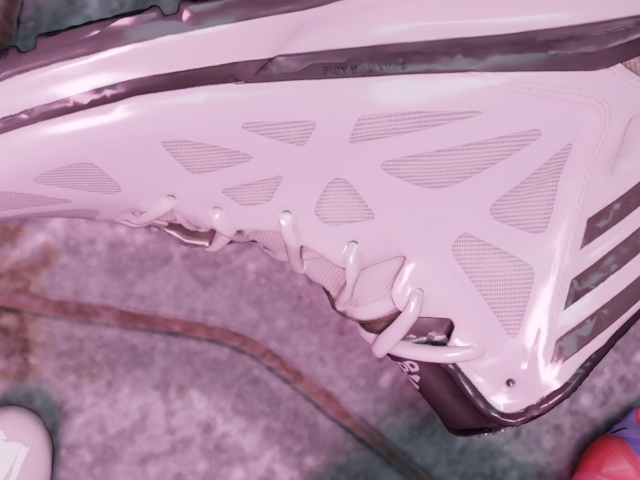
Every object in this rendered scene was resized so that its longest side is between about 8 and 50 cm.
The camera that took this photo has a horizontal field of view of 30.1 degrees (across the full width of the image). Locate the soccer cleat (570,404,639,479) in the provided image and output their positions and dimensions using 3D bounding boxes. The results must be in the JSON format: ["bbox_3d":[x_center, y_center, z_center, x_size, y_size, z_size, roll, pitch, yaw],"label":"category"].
[{"bbox_3d":[0.256,0.168,0.656,0.095,0.248,0.083,-48,138,-27],"label":"soccer cleat"}]

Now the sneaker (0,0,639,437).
[{"bbox_3d":[0.001,0.000,0.624,0.448,0.169,0.257,-12,97,-7],"label":"sneaker"}]

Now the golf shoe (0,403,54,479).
[{"bbox_3d":[-0.192,0.170,0.604,0.067,0.086,0.186,30,78,-9],"label":"golf shoe"}]
